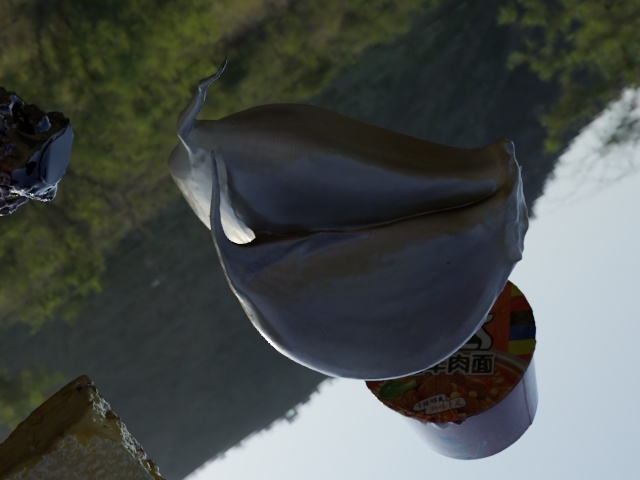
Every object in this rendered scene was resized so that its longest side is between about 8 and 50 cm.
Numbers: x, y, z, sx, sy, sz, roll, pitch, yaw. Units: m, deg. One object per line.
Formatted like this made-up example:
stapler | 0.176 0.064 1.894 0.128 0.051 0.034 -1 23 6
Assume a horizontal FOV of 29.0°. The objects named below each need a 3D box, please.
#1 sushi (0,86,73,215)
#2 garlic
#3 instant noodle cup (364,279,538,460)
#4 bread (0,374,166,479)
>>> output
sushi | -0.379 -0.111 1.463 0.172 0.150 0.153 69 34 -63
garlic | 0.000 0.000 1.126 0.246 0.340 0.231 -22 -122 56
instant noodle cup | 0.197 0.185 1.751 0.250 0.192 0.250 -11 -127 15
bread | -0.277 0.282 1.162 0.275 0.185 0.114 -36 -161 -9
